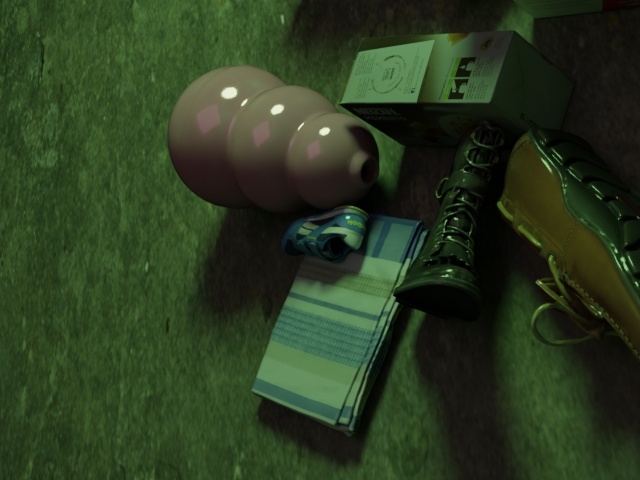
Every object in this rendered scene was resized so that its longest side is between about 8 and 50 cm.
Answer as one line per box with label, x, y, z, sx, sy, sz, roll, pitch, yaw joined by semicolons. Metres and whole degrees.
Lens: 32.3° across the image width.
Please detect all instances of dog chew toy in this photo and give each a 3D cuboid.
dog chew toy;-0.057;-0.127;1.524;0.332;0.206;0.206;19;83;39

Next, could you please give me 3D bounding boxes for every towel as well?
towel;0.025;0.097;1.438;0.209;0.034;0.285;10;75;49

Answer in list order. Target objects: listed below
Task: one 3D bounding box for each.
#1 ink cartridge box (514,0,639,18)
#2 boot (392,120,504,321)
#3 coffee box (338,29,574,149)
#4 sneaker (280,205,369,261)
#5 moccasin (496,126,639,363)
ink cartridge box;0.263;-0.382;1.246;0.226;0.306;0.131;6;74;46
boot;0.156;-0.029;1.257;0.263;0.091;0.229;139;151;-84
coffee box;0.164;-0.183;1.365;0.246;0.141;0.098;8;75;46
sneaker;0.000;0.000;1.458;0.144;0.053;0.059;-21;55;40
moccasin;0.286;0.033;1.136;0.380;0.139;0.147;57;134;45
